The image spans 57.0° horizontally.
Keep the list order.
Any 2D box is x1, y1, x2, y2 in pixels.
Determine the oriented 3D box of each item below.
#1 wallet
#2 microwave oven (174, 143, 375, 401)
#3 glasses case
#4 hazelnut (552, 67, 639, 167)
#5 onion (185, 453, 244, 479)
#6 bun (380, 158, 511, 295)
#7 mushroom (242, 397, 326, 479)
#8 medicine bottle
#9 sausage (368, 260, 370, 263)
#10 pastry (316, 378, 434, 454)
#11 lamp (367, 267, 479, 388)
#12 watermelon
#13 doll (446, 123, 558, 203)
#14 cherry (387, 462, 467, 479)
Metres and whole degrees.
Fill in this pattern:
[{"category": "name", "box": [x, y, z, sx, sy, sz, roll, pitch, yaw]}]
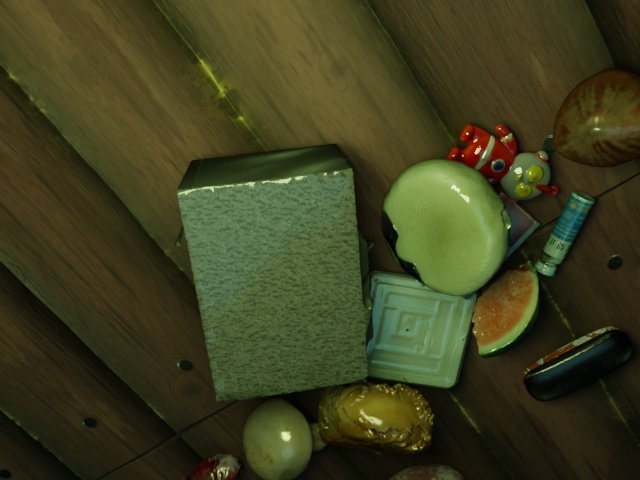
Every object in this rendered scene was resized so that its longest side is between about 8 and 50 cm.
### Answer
[{"category": "wallet", "box": [0.356, 0.012, 1.293, 0.119, 0.025, 0.232, 39, 102, -7]}, {"category": "microwave oven", "box": [-0.075, 0.056, 1.175, 0.373, 0.236, 0.433, -8, 111, -4]}, {"category": "glasses case", "box": [0.616, 0.299, 1.419, 0.266, 0.067, 0.103, -32, 112, 14]}, {"category": "hazelnut", "box": [0.543, -0.232, 1.101, 0.209, 0.210, 0.186, 16, 75, -6]}, {"category": "onion", "box": [-0.301, 0.641, 1.563, 0.098, 0.151, 0.206, 44, 93, -3]}, {"category": "bun", "box": [0.266, -0.041, 1.203, 0.283, 0.179, 0.284, 20, 125, 32]}, {"category": "mushroom", "box": [-0.090, 0.485, 1.471, 0.209, 0.206, 0.207, -30, 119, -31]}, {"category": "medicine bottle", "box": [0.529, -0.014, 1.282, 0.051, 0.051, 0.191, 16, 114, -7]}, {"category": "sausage", "box": [0.000, 0.000, 1.308, 0.253, 0.034, 0.034, 26, 113, -12]}, {"category": "pastry", "box": [0.124, 0.411, 1.398, 0.254, 0.162, 0.310, 24, 153, -21]}, {"category": "lamp", "box": [0.213, 0.207, 1.379, 0.268, 0.047, 0.267, 9, 104, -4]}, {"category": "watermelon", "box": [0.442, 0.179, 1.339, 0.231, 0.128, 0.146, -45, 137, 3]}, {"category": "doll", "box": [0.383, -0.148, 1.210, 0.244, 0.076, 0.142, 27, 118, -7]}, {"category": "cherry", "box": [0.267, 0.707, 1.542, 0.285, 0.213, 0.236, -48, 118, 2]}]
